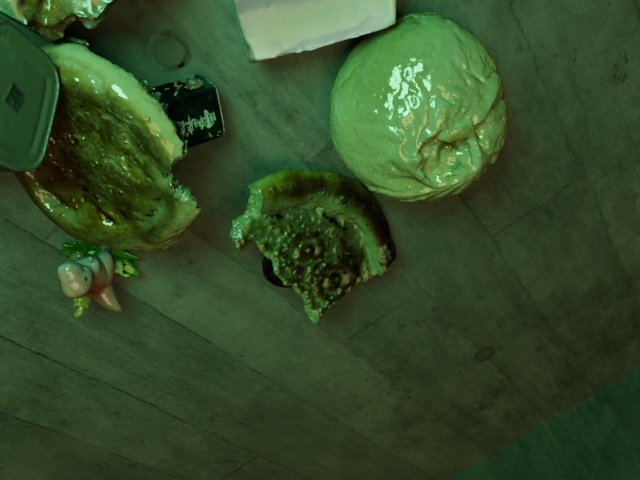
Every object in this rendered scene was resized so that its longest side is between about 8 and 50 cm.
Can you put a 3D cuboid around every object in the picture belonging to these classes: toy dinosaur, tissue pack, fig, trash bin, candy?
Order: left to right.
[{"bbox_3d":[-0.503,-0.192,0.707,0.250,0.219,0.220,5,171,10],"label":"trash bin"},{"bbox_3d":[-0.441,0.072,1.091,0.152,0.177,0.194,-10,132,-9],"label":"toy dinosaur"},{"bbox_3d":[-0.261,-0.211,0.947,0.170,0.090,0.103,-28,135,-29],"label":"tissue pack"},{"bbox_3d":[-0.057,0.060,1.258,0.155,0.103,0.109,10,148,-16],"label":"fig"},{"bbox_3d":[-0.014,-0.399,0.888,0.265,0.115,0.155,-19,132,-4],"label":"candy"}]

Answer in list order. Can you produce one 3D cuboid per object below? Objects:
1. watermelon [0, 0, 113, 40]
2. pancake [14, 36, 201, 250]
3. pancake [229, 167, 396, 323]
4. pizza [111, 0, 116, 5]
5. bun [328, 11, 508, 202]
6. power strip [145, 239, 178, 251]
[{"bbox_3d":[-0.388,-0.403,0.709,0.264,0.151,0.302,-44,120,10],"label":"watermelon"},{"bbox_3d":[-0.361,-0.133,0.886,0.382,0.071,0.382,13,131,16],"label":"pancake"},{"bbox_3d":[0.004,-0.004,1.184,0.305,0.067,0.427,-50,129,-10],"label":"pancake"},{"bbox_3d":[-0.363,-0.425,0.807,0.176,0.036,0.184,25,123,-23],"label":"pizza"},{"bbox_3d":[0.196,-0.226,1.019,0.349,0.227,0.352,4,121,-19],"label":"bun"},{"bbox_3d":[-0.367,-0.122,1.034,0.091,0.062,0.385,-17,131,0],"label":"power strip"}]
